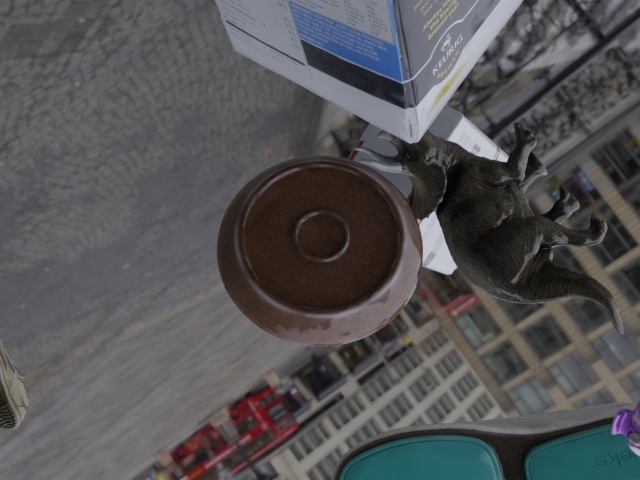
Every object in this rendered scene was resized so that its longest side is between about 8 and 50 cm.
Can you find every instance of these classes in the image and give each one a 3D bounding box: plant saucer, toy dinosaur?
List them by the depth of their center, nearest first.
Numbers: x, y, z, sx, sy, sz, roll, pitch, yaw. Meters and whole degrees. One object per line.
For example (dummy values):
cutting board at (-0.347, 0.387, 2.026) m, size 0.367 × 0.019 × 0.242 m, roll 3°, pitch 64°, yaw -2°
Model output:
plant saucer at (0.000, 0.000, 0.706) m, size 0.168 × 0.168 × 0.029 m, roll -33°, pitch 161°, yaw -14°
toy dinosaur at (0.190, -0.014, 0.921) m, size 0.160 × 0.313 × 0.121 m, roll -36°, pitch 165°, yaw 6°

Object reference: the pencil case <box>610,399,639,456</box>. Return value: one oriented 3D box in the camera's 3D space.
pencil case at (0.277, 0.160, 0.547) m, size 0.088 × 0.206 × 0.086 m, roll -7°, pitch 118°, yaw -22°

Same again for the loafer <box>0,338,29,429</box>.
loafer at (-0.439, 0.184, 1.197) m, size 0.056 × 0.148 × 0.050 m, roll -8°, pitch -164°, yaw 15°

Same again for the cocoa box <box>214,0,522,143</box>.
cocoa box at (0.078, -0.315, 0.779) m, size 0.347 × 0.231 × 0.228 m, roll -53°, pitch 156°, yaw -15°

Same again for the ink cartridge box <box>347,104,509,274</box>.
ink cartridge box at (0.146, -0.075, 1.216) m, size 0.197 × 0.114 × 0.273 m, roll -58°, pitch 151°, yaw 7°

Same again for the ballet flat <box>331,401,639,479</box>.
ballet flat at (0.217, 0.260, 1.027) m, size 0.400 × 0.139 × 0.139 m, roll -11°, pitch 175°, yaw 8°
